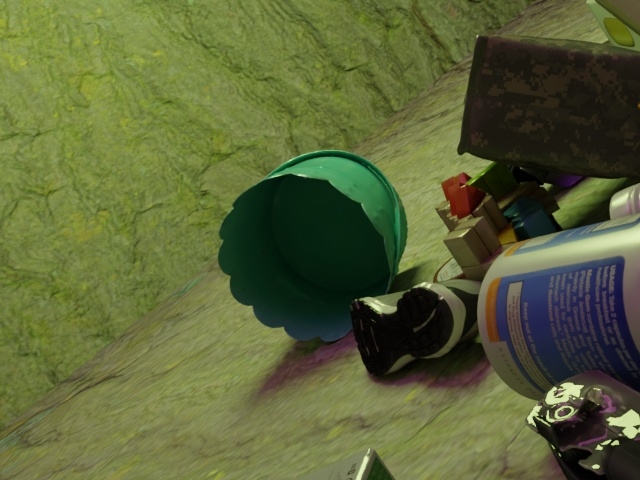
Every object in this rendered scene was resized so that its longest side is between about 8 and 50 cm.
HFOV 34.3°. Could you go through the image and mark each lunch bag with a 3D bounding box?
[{"bbox_3d":[0.305,-0.170,1.332,0.235,0.169,0.287,10,10,10],"label":"lunch bag"}]

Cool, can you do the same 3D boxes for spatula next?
[{"bbox_3d":[0.407,-0.111,1.472,0.084,0.030,0.296,-42,13,-15],"label":"spatula"}]

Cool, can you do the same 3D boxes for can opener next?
[{"bbox_3d":[0.238,0.167,0.699,0.076,0.095,0.283,-30,22,-11],"label":"can opener"}]

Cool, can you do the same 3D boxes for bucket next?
[{"bbox_3d":[0.000,0.000,1.617,0.281,0.281,0.183,-30,8,26],"label":"bucket"}]

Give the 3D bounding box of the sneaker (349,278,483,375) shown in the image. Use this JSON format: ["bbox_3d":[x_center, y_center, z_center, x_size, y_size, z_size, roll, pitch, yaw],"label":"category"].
[{"bbox_3d":[0.122,0.104,1.280,0.108,0.100,0.271,-13,-4,-28],"label":"sneaker"}]

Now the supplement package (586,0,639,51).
[{"bbox_3d":[0.548,-0.323,1.511,0.198,0.199,0.263,-34,10,8],"label":"supplement package"}]

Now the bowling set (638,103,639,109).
[{"bbox_3d":[0.512,-0.175,1.099,0.287,0.154,0.200,-37,11,-10],"label":"bowling set"}]

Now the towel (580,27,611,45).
[{"bbox_3d":[0.637,-0.434,2.153,0.282,0.049,0.187,-26,12,44],"label":"towel"}]

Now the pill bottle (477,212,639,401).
[{"bbox_3d":[0.268,0.053,0.847,0.152,0.152,0.272,-41,13,-30],"label":"pill bottle"}]

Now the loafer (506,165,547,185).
[{"bbox_3d":[0.313,-0.110,1.548,0.223,0.076,0.078,-54,34,10],"label":"loafer"}]

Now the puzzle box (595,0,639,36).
[{"bbox_3d":[0.584,-0.383,1.305,0.409,0.272,0.052,-46,-22,6],"label":"puzzle box"}]

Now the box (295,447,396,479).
[{"bbox_3d":[0.018,0.254,0.895,0.102,0.087,0.101,-29,12,25],"label":"box"}]

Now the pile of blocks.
[{"bbox_3d":[0.222,-0.045,1.339,0.149,0.113,0.362,-33,11,9],"label":"pile of blocks"}]

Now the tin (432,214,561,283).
[{"bbox_3d":[0.237,0.019,1.410,0.189,0.040,0.106,-33,15,9],"label":"tin"}]

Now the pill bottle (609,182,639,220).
[{"bbox_3d":[0.386,-0.042,1.014,0.186,0.112,0.112,-25,14,40],"label":"pill bottle"}]
